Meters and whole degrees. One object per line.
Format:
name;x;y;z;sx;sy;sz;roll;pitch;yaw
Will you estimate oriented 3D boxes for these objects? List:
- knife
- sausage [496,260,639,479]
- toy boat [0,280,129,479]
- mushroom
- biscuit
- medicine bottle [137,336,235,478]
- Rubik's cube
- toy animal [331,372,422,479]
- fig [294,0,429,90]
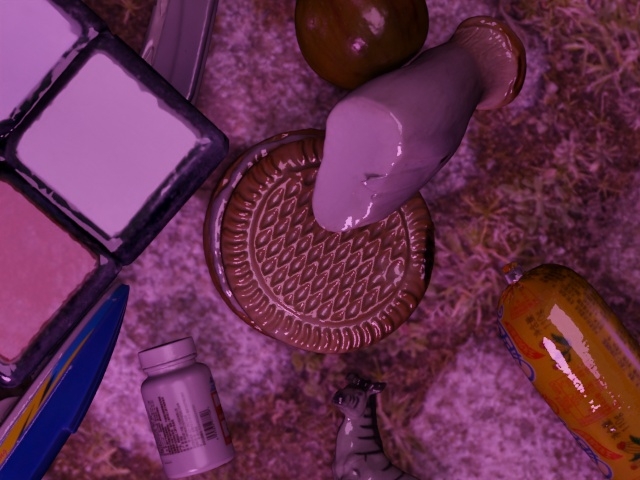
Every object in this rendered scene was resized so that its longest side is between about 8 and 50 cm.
knife;-0.148;-0.266;1.593;0.073;0.040;0.266;13;84;0
sausage;0.315;0.162;1.621;0.123;0.123;0.347;-40;95;-12
toy boat;-0.285;0.166;1.493;0.088;0.129;0.295;33;80;2
mushroom;0.109;-0.137;1.548;0.122;0.159;0.328;49;42;0
biscuit;0.000;0.000;1.586;0.259;0.079;0.259;1;86;-12
medicine bottle;-0.147;0.178;1.544;0.079;0.079;0.140;-17;89;-13
Rubik's cube;-0.319;-0.071;1.405;0.313;0.318;0.316;42;80;-8
toy animal;0.069;0.267;1.591;0.217;0.073;0.176;39;65;-11
fig;0.038;-0.265;1.580;0.148;0.142;0.186;-39;109;-38
